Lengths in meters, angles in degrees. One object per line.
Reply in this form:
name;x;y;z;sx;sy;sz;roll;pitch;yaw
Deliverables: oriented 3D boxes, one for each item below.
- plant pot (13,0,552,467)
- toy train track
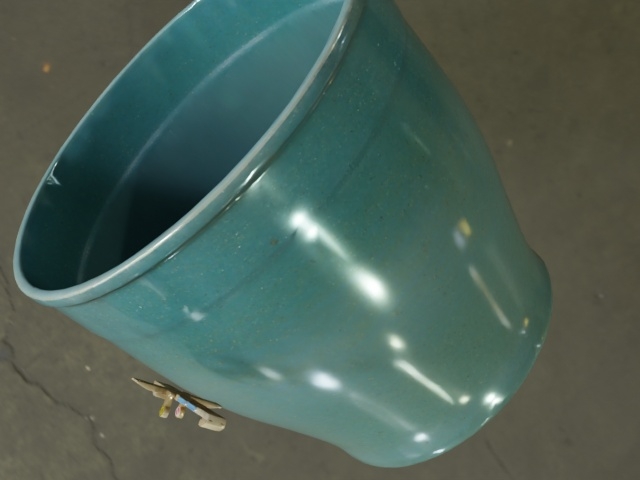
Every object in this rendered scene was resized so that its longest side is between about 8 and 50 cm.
plant pot;0.000;0.000;0.758;0.255;0.271;0.272;43;81;-27
toy train track;-0.067;0.084;0.608;0.048;0.083;0.014;21;85;-25
